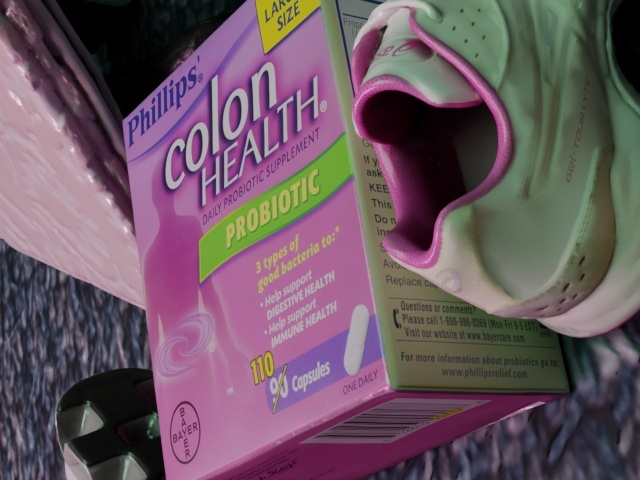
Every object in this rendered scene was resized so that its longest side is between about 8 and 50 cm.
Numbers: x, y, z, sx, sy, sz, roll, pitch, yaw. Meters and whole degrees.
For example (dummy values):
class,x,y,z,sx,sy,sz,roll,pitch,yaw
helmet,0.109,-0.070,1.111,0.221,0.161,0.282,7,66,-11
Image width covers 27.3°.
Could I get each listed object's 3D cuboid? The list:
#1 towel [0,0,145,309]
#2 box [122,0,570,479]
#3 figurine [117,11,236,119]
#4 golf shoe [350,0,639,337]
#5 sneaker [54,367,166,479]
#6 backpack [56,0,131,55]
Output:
class,x,y,z,sx,sy,sz,roll,pitch,yaw
towel,-0.235,-0.102,0.941,0.317,0.053,0.332,19,145,47
box,0.000,0.000,0.732,0.213,0.117,0.243,-33,59,48
figurine,-0.050,-0.193,0.854,0.209,0.092,0.215,-28,71,40
golf shoe,0.076,-0.107,0.624,0.115,0.140,0.306,-37,55,48
sneaker,-0.059,0.223,0.805,0.330,0.122,0.146,43,137,47
backpack,-0.241,-0.260,1.062,0.144,0.166,0.188,-51,47,43
